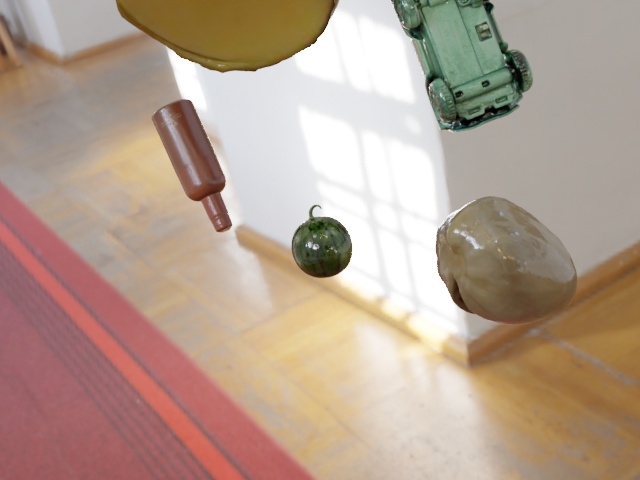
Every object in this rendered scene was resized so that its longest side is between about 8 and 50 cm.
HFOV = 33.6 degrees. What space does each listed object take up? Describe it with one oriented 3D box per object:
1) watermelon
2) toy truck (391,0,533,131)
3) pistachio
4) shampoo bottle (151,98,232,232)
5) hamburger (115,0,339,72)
[{"bbox_3d":[0.000,0.006,1.640,0.109,0.109,0.109,-11,28,6],"label":"watermelon"},{"bbox_3d":[0.209,-0.312,1.636,0.155,0.278,0.156,-22,5,-2],"label":"toy truck"},{"bbox_3d":[0.193,0.025,1.095,0.185,0.124,0.124,16,4,-41],"label":"pistachio"},{"bbox_3d":[-0.219,-0.129,1.890,0.085,0.244,0.085,-24,-3,-1],"label":"shampoo bottle"},{"bbox_3d":[-0.129,-0.482,1.585,0.396,0.395,0.277,-4,53,19],"label":"hamburger"}]
